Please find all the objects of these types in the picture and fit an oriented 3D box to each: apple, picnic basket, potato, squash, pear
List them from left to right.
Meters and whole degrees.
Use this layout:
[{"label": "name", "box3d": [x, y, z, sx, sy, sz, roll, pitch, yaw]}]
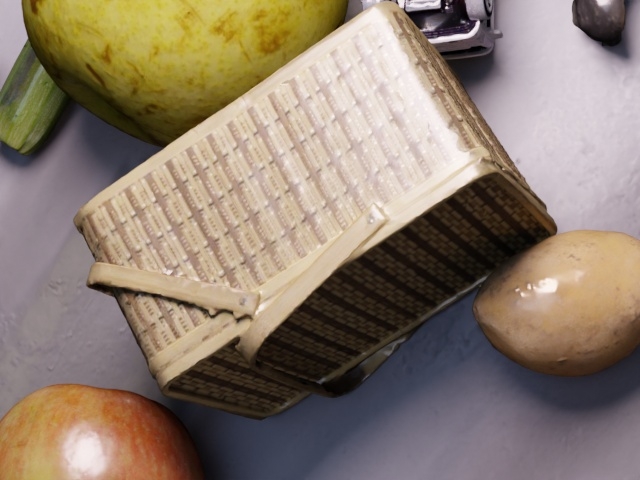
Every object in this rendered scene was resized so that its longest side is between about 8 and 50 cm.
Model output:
[{"label": "squash", "box3d": [-0.222, -0.181, 1.455, 0.066, 0.066, 0.229, 32, 92, 21]}, {"label": "apple", "box3d": [-0.184, 0.205, 1.307, 0.188, 0.188, 0.174, 0, 76, 19]}, {"label": "pear", "box3d": [-0.101, -0.209, 1.310, 0.283, 0.283, 0.283, -3, 79, 19]}, {"label": "picnic basket", "box3d": [0.000, 0.000, 1.259, 0.313, 0.228, 0.175, -33, 69, 10]}, {"label": "potato", "box3d": [0.193, 0.049, 1.249, 0.147, 0.112, 0.112, -18, 75, 8]}]

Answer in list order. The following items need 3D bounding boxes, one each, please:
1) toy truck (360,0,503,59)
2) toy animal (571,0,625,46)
[{"label": "toy truck", "box3d": [0.096, -0.273, 1.328, 0.114, 0.124, 0.253, -3, 81, 19]}, {"label": "toy animal", "box3d": [0.236, -0.335, 1.302, 0.168, 0.106, 0.343, -19, 78, 15]}]
